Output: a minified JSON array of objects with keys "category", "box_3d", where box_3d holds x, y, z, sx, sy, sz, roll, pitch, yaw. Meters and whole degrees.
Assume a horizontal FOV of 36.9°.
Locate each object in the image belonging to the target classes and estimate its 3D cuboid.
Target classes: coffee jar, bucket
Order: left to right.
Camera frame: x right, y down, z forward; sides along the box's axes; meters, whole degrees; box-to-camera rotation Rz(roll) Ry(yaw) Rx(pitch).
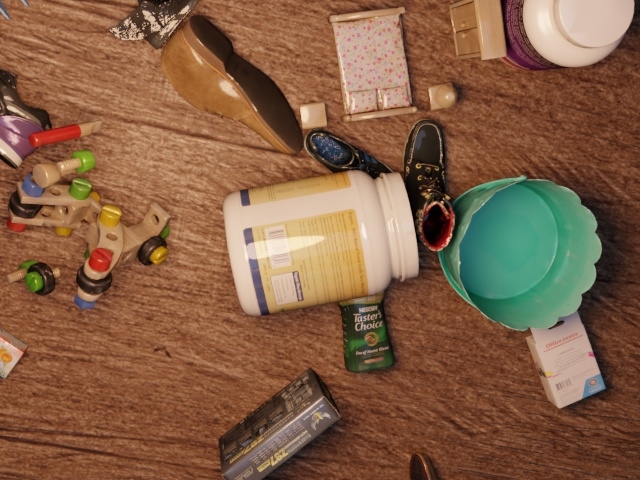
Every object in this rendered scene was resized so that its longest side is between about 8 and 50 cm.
[{"category":"coffee jar","box_3d":[0.082,0.152,1.815,0.096,0.079,0.184,-10,99,-6]},{"category":"bucket","box_3d":[0.359,0.015,1.779,0.281,0.183,0.281,-1,98,-7]}]

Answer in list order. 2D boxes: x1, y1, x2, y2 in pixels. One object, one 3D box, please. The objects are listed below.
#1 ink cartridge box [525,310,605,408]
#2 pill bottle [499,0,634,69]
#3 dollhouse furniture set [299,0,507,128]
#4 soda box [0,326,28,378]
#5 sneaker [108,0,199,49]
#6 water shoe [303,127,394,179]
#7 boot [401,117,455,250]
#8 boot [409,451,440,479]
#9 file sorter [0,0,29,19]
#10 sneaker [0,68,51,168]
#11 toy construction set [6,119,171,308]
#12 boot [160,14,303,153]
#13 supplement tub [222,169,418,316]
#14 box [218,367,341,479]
[{"category":"ink cartridge box","box_3d":[0.476,0.224,1.887,0.104,0.061,0.181,-22,101,-4]},{"category":"pill bottle","box_3d":[0.411,-0.387,1.652,0.182,0.323,0.181,-1,99,-7]},{"category":"dollhouse furniture set","box_3d":[0.127,-0.370,1.694,0.356,0.174,0.303,-10,99,-6]},{"category":"soda box","box_3d":[-0.625,0.171,1.734,0.183,0.058,0.063,36,93,-10]},{"category":"sneaker","box_3d":[-0.287,-0.407,1.694,0.089,0.051,0.170,39,95,-16]},{"category":"water shoe","box_3d":[0.059,-0.135,1.767,0.203,0.080,0.072,28,94,-11]},{"category":"boot","box_3d":[0.202,-0.100,1.741,0.085,0.178,0.236,4,99,-8]},{"category":"boot","box_3d":[0.251,0.509,1.909,0.106,0.082,0.219,-20,97,-26]},{"category":"file sorter","box_3d":[-0.499,-0.471,1.604,0.170,0.104,0.118,-35,143,-1]},{"category":"sneaker","box_3d":[-0.596,-0.263,1.665,0.283,0.107,0.124,44,76,-15]},{"category":"toy construction set","box_3d":[-0.387,-0.058,1.673,0.237,0.258,0.308,-24,126,-47]},{"category":"boot","box_3d":[-0.157,-0.258,1.728,0.115,0.112,0.305,-36,108,30]},{"category":"supplement tub","box_3d":[0.000,0.000,1.696,0.316,0.228,0.228,-10,100,-2]},{"category":"box","box_3d":[-0.080,0.348,1.771,0.233,0.183,0.059,-39,101,-1]}]
